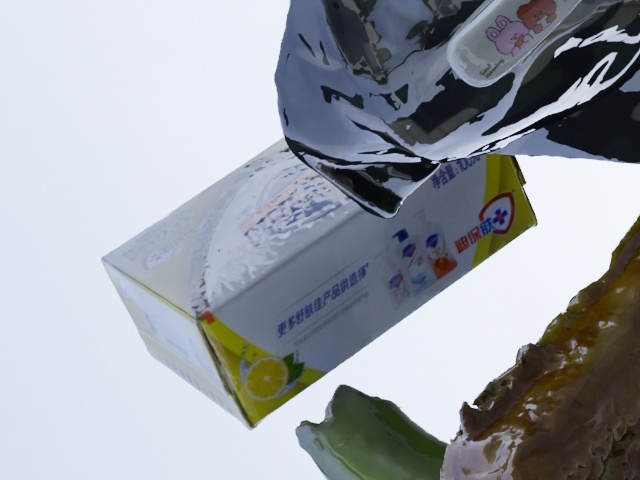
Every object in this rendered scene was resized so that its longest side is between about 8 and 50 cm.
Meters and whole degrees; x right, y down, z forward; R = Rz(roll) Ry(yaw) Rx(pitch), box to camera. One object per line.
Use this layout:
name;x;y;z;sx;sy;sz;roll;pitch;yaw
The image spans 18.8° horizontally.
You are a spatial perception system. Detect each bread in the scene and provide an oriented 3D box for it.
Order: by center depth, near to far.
bread;0.158;0.073;0.931;0.139;0.077;0.271;53;-131;-10

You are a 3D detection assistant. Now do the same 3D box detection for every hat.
hat;0.187;-0.151;1.124;0.381;0.366;0.257;12;-158;4

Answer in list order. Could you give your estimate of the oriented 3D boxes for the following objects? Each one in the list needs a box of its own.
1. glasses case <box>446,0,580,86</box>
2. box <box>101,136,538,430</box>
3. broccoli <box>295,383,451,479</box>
glasses case;0.097;-0.110;0.941;0.032;0.083;0.021;43;-172;-29
box;0.000;0.000;1.360;0.265;0.168;0.097;-34;-61;-15
broccoli;0.137;0.231;1.222;0.302;0.254;0.186;23;-154;21
